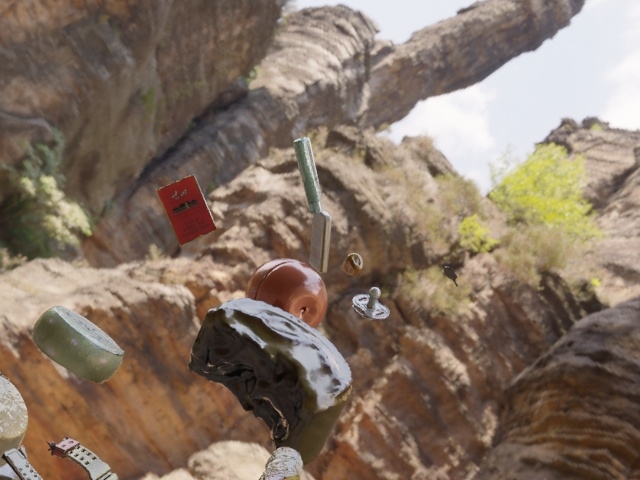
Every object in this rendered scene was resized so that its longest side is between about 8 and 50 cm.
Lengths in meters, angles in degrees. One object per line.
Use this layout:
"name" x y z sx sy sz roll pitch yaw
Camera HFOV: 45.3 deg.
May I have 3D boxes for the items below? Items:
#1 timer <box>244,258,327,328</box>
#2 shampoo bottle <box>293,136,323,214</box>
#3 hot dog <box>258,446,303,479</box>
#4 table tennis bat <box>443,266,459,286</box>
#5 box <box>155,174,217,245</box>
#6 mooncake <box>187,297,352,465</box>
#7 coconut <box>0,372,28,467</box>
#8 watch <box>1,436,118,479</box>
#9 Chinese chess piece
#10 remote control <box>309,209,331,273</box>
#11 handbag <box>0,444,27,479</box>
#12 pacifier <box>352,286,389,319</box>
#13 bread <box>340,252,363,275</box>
"timer" -0.099 0.165 2.189 0.215 0.229 0.230 28 -33 53
"shampoo bottle" -0.028 -0.161 1.923 0.069 0.041 0.191 -61 139 -75
"hot dog" -0.070 0.434 1.402 0.169 0.078 0.061 -39 122 -79
"table tennis bat" 0.436 0.120 2.541 0.050 0.007 0.083 -1 -52 54
"box" -0.289 -0.065 1.659 0.023 0.090 0.133 -152 -140 -82
"mooncake" -0.126 0.325 1.856 0.394 0.246 0.393 24 21 -15
"coconut" -0.964 0.501 2.049 0.323 0.323 0.323 39 -28 26
"watch" -0.532 0.487 1.589 0.268 0.102 0.165 41 -68 11
"Chinese chess piece" -0.649 0.278 2.061 0.250 0.101 0.250 36 -5 4
"remote control" 0.000 0.000 2.355 0.087 0.029 0.190 36 -53 57
"handbag" -0.928 0.759 2.249 0.117 0.271 0.182 8 4 11
"pacifier" 0.120 0.147 1.833 0.099 0.081 0.078 40 -53 36
"bread" 0.098 0.080 2.345 0.062 0.049 0.103 60 -24 17
